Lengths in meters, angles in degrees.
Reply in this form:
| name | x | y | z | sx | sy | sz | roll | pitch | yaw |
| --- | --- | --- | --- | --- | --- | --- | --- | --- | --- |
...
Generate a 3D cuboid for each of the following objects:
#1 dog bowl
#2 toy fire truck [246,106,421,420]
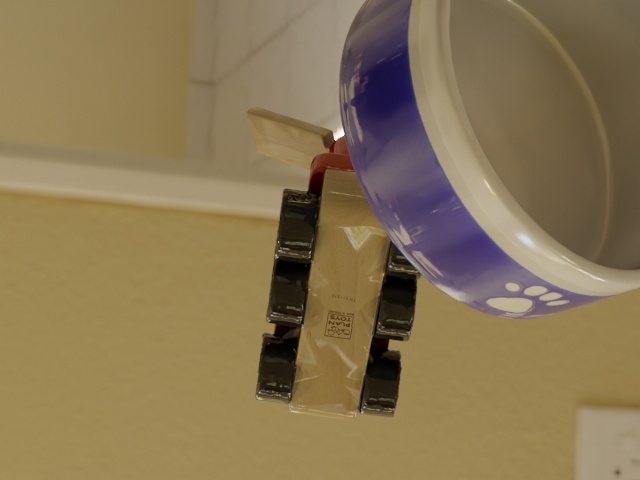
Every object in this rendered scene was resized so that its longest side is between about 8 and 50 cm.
| name | x | y | z | sx | sy | sz | roll | pitch | yaw |
| --- | --- | --- | --- | --- | --- | --- | --- | --- | --- |
| dog bowl | 0.143 | -0.084 | 1.053 | 0.104 | 0.265 | 0.265 | -25 | 60 | 46 |
| toy fire truck | 0.000 | 0.000 | 1.334 | 0.246 | 0.158 | 0.217 | -84 | 2 | -58 |
